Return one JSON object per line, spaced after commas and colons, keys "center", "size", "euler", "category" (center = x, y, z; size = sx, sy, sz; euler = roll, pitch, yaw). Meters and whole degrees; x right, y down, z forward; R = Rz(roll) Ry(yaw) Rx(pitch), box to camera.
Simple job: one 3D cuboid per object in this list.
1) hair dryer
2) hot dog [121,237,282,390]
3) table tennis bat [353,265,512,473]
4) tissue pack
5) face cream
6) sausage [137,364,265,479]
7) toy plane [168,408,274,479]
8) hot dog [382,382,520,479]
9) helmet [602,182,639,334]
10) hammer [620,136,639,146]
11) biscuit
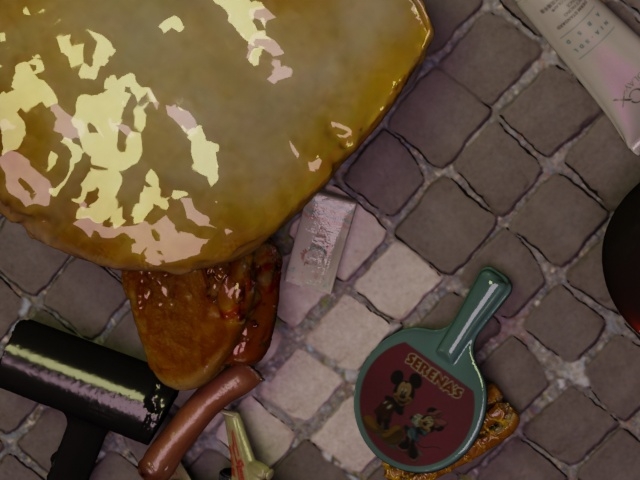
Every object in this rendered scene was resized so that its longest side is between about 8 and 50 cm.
{"center": [-0.283, 0.227, 1.572], "size": [0.197, 0.089, 0.251], "euler": [21, 114, 2], "category": "hair dryer"}
{"center": [-0.124, 0.024, 1.455], "size": [0.153, 0.150, 0.256], "euler": [-12, 103, 21], "category": "hot dog"}
{"center": [0.129, 0.137, 1.484], "size": [0.153, 0.040, 0.244], "euler": [37, 102, 25], "category": "table tennis bat"}
{"center": [0.000, 0.000, 1.488], "size": [0.056, 0.023, 0.108], "euler": [16, 108, 4], "category": "tissue pack"}
{"center": [0.269, -0.200, 1.377], "size": [0.244, 0.058, 0.092], "euler": [44, 104, -10], "category": "face cream"}
{"center": [-0.136, 0.200, 1.521], "size": [0.177, 0.040, 0.047], "euler": [-48, 61, 4], "category": "sausage"}
{"center": [-0.093, 0.318, 1.540], "size": [0.256, 0.104, 0.241], "euler": [18, 98, 21], "category": "toy plane"}
{"center": [0.138, 0.217, 1.516], "size": [0.165, 0.045, 0.071], "euler": [-34, 99, 16], "category": "hot dog"}
{"center": [0.380, 0.024, 1.357], "size": [0.216, 0.193, 0.189], "euler": [48, 120, 29], "category": "helmet"}
{"center": [0.365, -0.083, 1.414], "size": [0.123, 0.014, 0.029], "euler": [24, 112, 4], "category": "hammer"}
{"center": [-0.150, -0.183, 1.354], "size": [0.429, 0.104, 0.446], "euler": [33, 84, 0], "category": "biscuit"}
